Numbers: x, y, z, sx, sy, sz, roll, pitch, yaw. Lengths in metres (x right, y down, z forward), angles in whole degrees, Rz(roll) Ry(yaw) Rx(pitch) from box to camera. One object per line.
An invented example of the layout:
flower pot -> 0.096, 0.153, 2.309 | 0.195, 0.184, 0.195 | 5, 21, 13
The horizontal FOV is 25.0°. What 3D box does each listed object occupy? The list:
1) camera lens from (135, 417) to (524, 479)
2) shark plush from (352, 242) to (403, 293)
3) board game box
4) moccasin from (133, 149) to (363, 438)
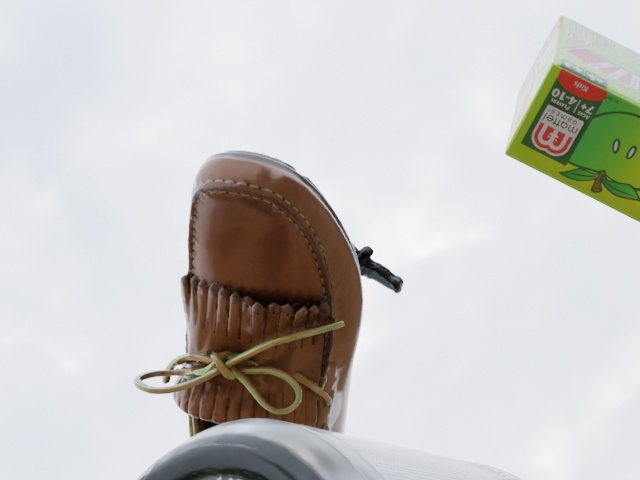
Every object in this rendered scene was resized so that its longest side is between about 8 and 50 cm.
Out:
camera lens -> 0.025, 0.217, 0.759 | 0.274, 0.219, 0.219 | 20, -66, -47
shark plush -> 0.000, 0.000, 1.222 | 0.067, 0.161, 0.073 | 65, -140, -60
board game box -> 0.169, -0.026, 0.598 | 0.043, 0.181, 0.092 | -64, -1, 24
moccasin -> -0.053, 0.099, 1.095 | 0.147, 0.139, 0.380 | -60, -17, -46
